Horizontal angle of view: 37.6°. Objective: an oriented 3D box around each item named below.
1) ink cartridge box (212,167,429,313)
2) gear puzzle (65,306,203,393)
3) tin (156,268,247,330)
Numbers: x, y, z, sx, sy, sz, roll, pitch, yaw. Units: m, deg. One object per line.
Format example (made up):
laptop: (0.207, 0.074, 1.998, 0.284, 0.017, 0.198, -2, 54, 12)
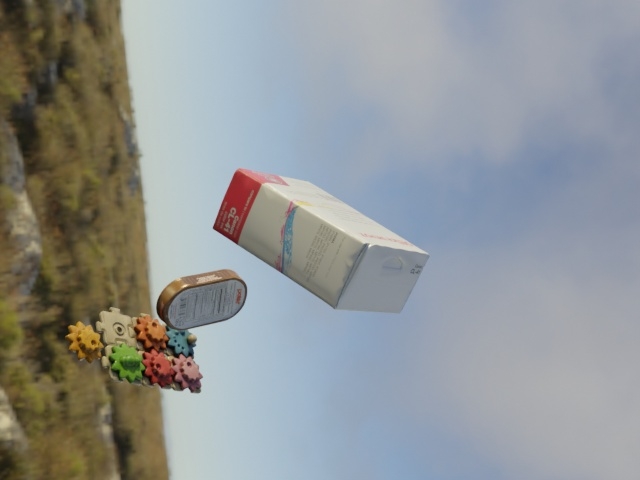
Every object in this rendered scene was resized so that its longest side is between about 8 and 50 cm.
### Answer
ink cartridge box: (0.000, 0.000, 1.645, 0.306, 0.226, 0.131, 34, -76, 33)
gear puzzle: (-0.373, 0.213, 1.919, 0.044, 0.339, 0.175, -35, -124, 29)
tin: (-0.226, 0.116, 1.818, 0.040, 0.190, 0.106, 41, -50, 40)
